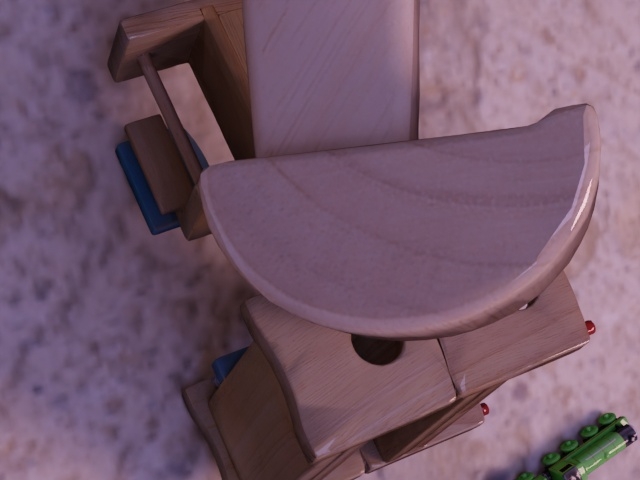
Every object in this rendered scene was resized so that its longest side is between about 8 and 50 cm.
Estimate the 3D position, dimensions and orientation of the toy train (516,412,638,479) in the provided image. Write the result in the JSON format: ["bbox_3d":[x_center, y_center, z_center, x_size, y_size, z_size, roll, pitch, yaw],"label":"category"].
[{"bbox_3d":[0.122,0.111,0.746,0.083,0.023,0.017,-32,109,-18],"label":"toy train"}]

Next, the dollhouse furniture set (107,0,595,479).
[{"bbox_3d":[0.000,0.000,0.639,0.129,0.129,0.184,-19,75,-23],"label":"dollhouse furniture set"}]

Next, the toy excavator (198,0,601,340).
[{"bbox_3d":[0.083,-0.240,0.535,0.445,0.222,0.433,-32,80,6],"label":"toy excavator"}]
